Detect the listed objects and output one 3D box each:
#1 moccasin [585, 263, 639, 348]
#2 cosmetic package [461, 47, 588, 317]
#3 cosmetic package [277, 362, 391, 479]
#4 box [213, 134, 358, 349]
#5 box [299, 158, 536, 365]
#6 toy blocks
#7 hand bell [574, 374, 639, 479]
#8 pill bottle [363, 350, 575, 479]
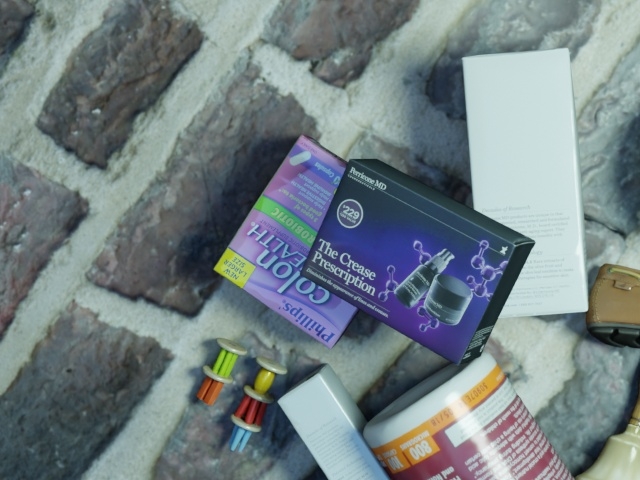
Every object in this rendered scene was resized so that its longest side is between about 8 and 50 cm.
[{"bbox_3d":[0.568,0.094,1.750,0.380,0.139,0.147,4,70,36],"label":"moccasin"},{"bbox_3d":[0.296,-0.081,1.783,0.155,0.197,0.365,-5,90,12],"label":"cosmetic package"},{"bbox_3d":[0.036,0.306,1.873,0.085,0.117,0.231,-35,87,7],"label":"cosmetic package"},{"bbox_3d":[0.000,0.000,1.864,0.213,0.117,0.243,34,97,5],"label":"box"},{"bbox_3d":[0.129,0.024,1.695,0.261,0.103,0.184,29,102,21],"label":"box"},{"bbox_3d":[-0.136,0.241,1.923,0.123,0.054,0.148,25,96,5],"label":"toy blocks"},{"bbox_3d":[0.469,0.261,1.833,0.126,0.126,0.242,19,83,6],"label":"hand bell"},{"bbox_3d":[0.254,0.377,1.792,0.224,0.224,0.392,-34,87,7],"label":"pill bottle"}]
